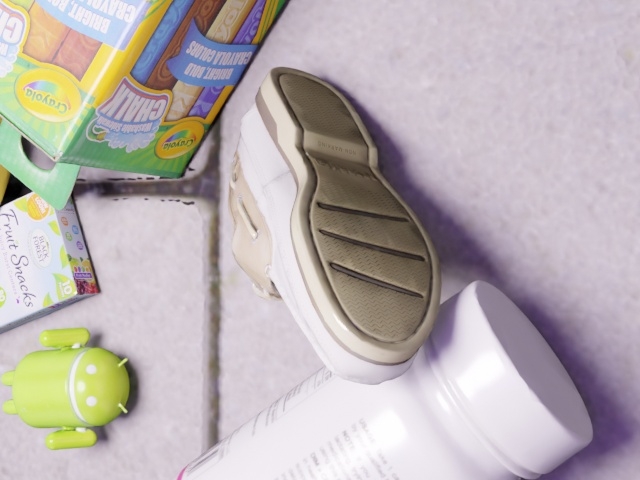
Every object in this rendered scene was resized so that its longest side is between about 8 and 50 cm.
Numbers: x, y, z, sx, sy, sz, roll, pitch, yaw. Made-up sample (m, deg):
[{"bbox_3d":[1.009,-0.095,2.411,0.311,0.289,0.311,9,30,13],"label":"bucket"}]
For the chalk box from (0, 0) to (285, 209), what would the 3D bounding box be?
[{"bbox_3d":[-0.176,-0.166,0.929,0.180,0.179,0.289,37,102,20],"label":"chalk box"}]

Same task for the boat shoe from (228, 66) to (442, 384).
[{"bbox_3d":[0.000,0.000,0.841,0.103,0.113,0.302,-57,29,30],"label":"boat shoe"}]

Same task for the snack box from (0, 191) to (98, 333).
[{"bbox_3d":[-0.273,0.023,1.039,0.141,0.037,0.100,-21,81,22],"label":"snack box"}]

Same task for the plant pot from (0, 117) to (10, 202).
[{"bbox_3d":[-0.429,-0.096,0.980,0.254,0.239,0.254,-6,78,27],"label":"plant pot"}]

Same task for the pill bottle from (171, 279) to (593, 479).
[{"bbox_3d":[0.039,0.162,0.840,0.283,0.160,0.160,-38,75,18],"label":"pill bottle"}]

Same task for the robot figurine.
[{"bbox_3d":[-0.212,0.125,0.995,0.115,0.067,0.101,-5,84,22],"label":"robot figurine"}]
